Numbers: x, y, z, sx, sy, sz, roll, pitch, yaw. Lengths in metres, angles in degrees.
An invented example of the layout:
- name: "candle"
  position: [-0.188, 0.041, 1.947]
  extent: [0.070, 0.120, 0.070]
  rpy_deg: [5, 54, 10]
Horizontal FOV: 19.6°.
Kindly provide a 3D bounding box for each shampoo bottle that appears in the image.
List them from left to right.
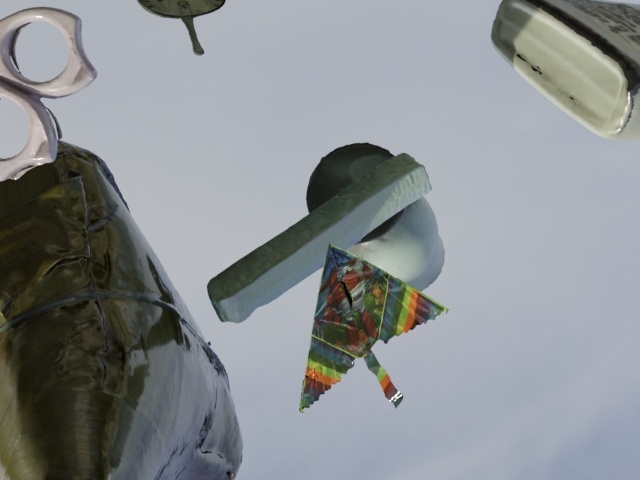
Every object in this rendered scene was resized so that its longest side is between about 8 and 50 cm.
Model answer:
- name: "shampoo bottle"
  position: [0.279, -0.133, 1.392]
  extent: [0.284, 0.071, 0.153]
  rpy_deg: [-3, -147, -38]

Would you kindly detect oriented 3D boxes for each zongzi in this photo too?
- name: "zongzi"
  position: [-0.130, 0.153, 1.251]
  extent: [0.160, 0.323, 0.360]
  rpy_deg: [-27, -135, 5]

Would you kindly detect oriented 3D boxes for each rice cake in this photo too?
- name: "rice cake"
  position: [0.000, 0.000, 1.302]
  extent: [0.180, 0.042, 0.030]
  rpy_deg: [-34, -128, -13]

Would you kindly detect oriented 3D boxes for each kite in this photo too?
- name: "kite"
  position: [0.018, 0.042, 0.894]
  extent: [0.004, 0.090, 0.122]
  rpy_deg: [-3, 150, -40]

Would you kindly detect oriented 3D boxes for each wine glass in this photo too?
- name: "wine glass"
  position: [0.054, -0.012, 1.612]
  extent: [0.093, 0.093, 0.202]
  rpy_deg: [-12, 163, 10]

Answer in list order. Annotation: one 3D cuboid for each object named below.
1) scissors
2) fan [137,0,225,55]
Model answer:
- name: "scissors"
  position: [-0.214, -0.108, 1.026]
  extent: [0.189, 0.100, 0.015]
  rpy_deg: [27, -177, 15]
- name: "fan"
  position: [-0.080, -0.139, 1.096]
  extent: [0.056, 0.004, 0.083]
  rpy_deg: [-7, -128, -18]
